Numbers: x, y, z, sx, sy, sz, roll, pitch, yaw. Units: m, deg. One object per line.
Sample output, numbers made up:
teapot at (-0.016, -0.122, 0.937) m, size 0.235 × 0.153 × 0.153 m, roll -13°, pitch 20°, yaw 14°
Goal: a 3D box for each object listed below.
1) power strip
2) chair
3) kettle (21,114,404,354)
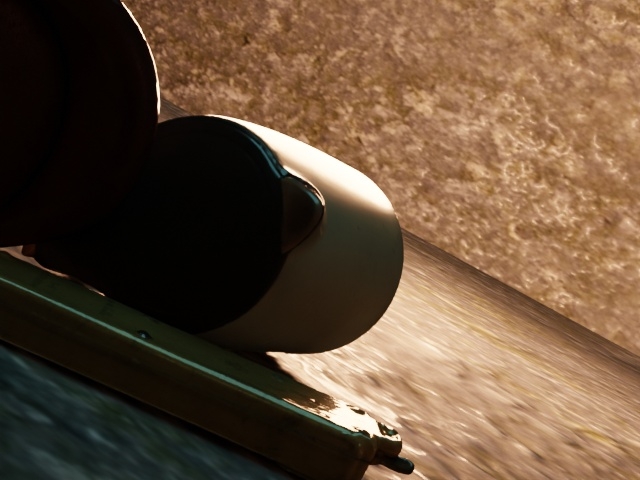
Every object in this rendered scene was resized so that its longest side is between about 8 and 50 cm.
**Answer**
power strip at (-0.084, 0.082, 0.691) m, size 0.305 × 0.044 × 0.064 m, roll 24°, pitch 6°, yaw -6°
chair at (-0.299, -0.138, 0.759) m, size 0.226 × 0.227 × 0.401 m, roll 20°, pitch 10°, yaw -47°
kettle at (-0.075, 0.006, 0.844) m, size 0.240 × 0.165 × 0.255 m, roll -7°, pitch -6°, yaw 18°
